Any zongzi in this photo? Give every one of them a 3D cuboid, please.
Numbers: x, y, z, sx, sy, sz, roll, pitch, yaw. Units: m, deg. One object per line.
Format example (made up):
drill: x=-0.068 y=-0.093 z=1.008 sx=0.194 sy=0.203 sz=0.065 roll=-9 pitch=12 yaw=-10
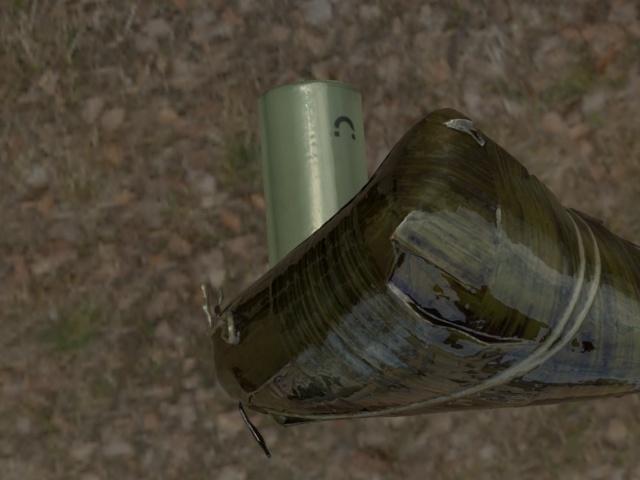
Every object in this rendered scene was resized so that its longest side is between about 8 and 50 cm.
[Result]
zongzi: x=0.080 y=0.065 z=0.814 sx=0.241 sy=0.111 sz=0.248 roll=29 pitch=142 yaw=-19

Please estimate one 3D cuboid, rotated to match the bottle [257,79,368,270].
bottle: x=0.000 y=0.000 z=1.001 sx=0.072 sy=0.201 sz=0.072 roll=-5 pitch=168 yaw=-1
